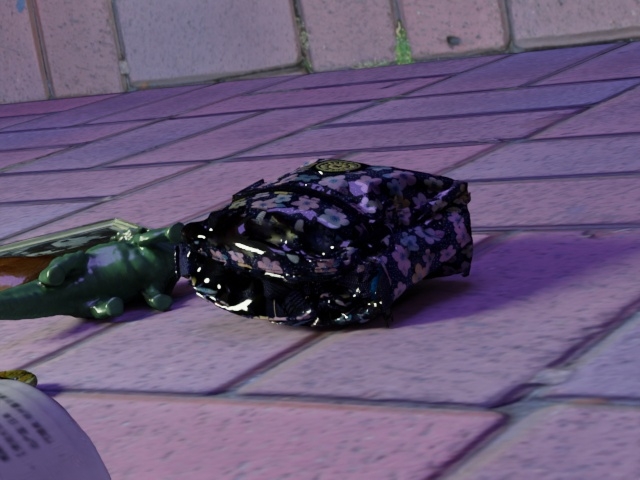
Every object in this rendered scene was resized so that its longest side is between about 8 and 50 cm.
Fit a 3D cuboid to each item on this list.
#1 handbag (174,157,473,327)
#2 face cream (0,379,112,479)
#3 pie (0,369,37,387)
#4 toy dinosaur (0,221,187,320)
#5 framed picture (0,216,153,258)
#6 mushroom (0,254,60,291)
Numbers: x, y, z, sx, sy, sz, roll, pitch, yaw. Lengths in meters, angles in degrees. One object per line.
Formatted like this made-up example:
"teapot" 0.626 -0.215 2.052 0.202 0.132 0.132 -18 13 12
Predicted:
"handbag" 0.000 0.000 1.437 0.229 0.126 0.208 10 20 37
"face cream" -0.268 0.185 0.712 0.145 0.145 0.370 2 18 46
"pie" -0.269 0.122 1.320 0.084 0.021 0.084 -10 11 2
"toy dinosaur" -0.212 0.039 1.548 0.120 0.079 0.292 -7 8 40
"framed picture" -0.331 0.018 1.885 0.296 0.019 0.232 -14 12 -23
"mushroom" -0.313 0.043 1.675 0.123 0.052 0.123 -6 14 1
